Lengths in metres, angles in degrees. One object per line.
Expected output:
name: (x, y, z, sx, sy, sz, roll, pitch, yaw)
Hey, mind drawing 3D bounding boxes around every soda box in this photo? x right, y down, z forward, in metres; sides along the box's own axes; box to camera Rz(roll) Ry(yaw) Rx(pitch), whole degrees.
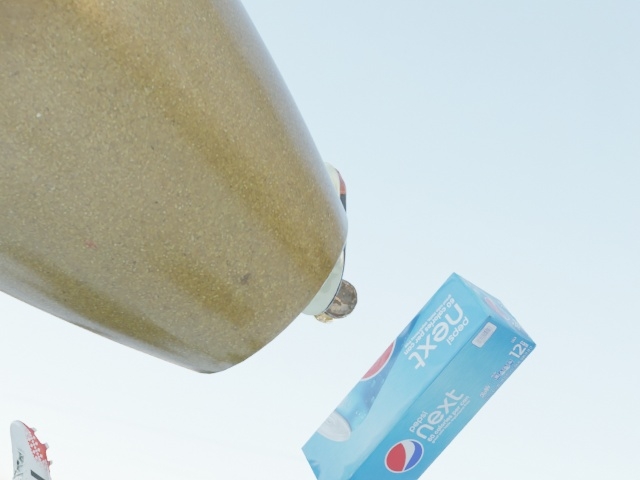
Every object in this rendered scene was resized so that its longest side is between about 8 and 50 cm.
soda box: (0.080, 0.134, 1.094, 0.067, 0.210, 0.071, 31, 15, -35)

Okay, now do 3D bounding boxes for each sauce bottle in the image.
sauce bottle: (0.010, 0.066, 1.326, 0.042, 0.042, 0.128, 15, -12, -4)

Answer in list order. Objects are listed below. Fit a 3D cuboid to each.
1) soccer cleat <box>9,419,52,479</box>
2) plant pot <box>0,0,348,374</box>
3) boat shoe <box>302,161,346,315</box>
soccer cleat: (-0.209, 0.170, 0.922, 0.035, 0.083, 0.029, -25, 13, -41)
plant pot: (-0.114, -0.055, 0.654, 0.254, 0.237, 0.237, 45, -30, -21)
boat shoe: (0.000, 0.000, 1.138, 0.049, 0.137, 0.043, 2, -10, 8)
